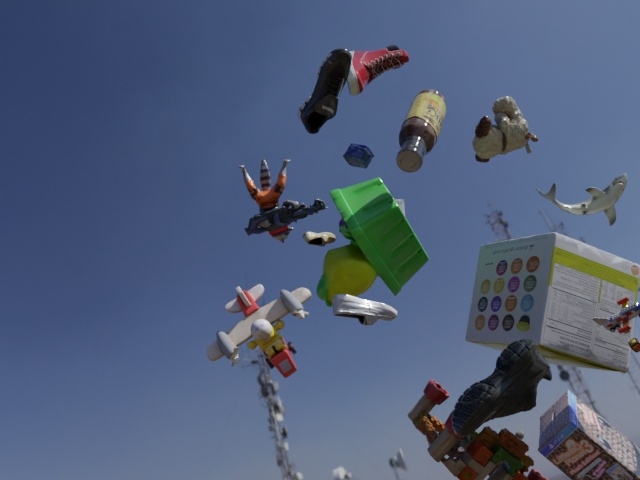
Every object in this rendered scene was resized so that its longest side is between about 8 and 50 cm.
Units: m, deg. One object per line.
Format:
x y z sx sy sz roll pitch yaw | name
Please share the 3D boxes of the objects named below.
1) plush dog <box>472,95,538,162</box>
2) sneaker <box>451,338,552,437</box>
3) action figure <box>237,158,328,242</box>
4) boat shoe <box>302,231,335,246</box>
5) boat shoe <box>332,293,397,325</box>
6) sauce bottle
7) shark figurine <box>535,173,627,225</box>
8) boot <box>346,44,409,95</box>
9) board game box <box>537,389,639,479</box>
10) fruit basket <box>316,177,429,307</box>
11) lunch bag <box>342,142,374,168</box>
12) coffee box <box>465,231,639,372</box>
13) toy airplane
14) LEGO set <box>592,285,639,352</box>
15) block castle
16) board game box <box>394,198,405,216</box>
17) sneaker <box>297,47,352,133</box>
0.716 -0.408 2.172 0.225 0.211 0.263 -23 -46 -7 | plush dog
0.433 0.368 1.273 0.286 0.130 0.109 -43 4 -4 | sneaker
-0.157 -0.157 2.160 0.341 0.178 0.331 -12 -72 -15 | action figure
0.000 0.000 1.942 0.135 0.045 0.050 1 -49 -31 | boat shoe
0.116 0.190 1.413 0.184 0.063 0.066 19 -26 -23 | boat shoe
0.283 -0.309 1.534 0.111 0.344 0.112 12 -46 13 | sauce bottle
0.892 -0.129 1.849 0.278 0.166 0.116 -6 8 8 | shark figurine
0.154 -0.472 1.472 0.176 0.244 0.089 -6 -55 10 | boot
0.831 0.644 1.650 0.141 0.291 0.232 -55 -14 21 | board game box
0.127 0.036 1.746 0.391 0.283 0.392 -11 -48 -12 | fruit basket
0.135 -0.294 1.855 0.065 0.098 0.067 -60 -41 -15 | lunch bag
0.709 0.199 1.680 0.338 0.335 0.337 18 -13 -18 | coffee box
-0.252 0.353 2.276 0.384 0.387 0.272 13 -11 0 | toy airplane
0.749 0.143 1.242 0.244 0.060 0.182 -50 4 -6 | LEGO set
0.542 0.679 1.821 0.453 0.303 0.213 38 -85 -13 | block castle
0.291 -0.042 2.551 0.223 0.304 0.097 1 -6 -31 | board game box
0.018 -0.361 1.351 0.078 0.106 0.234 13 -48 -27 | sneaker
